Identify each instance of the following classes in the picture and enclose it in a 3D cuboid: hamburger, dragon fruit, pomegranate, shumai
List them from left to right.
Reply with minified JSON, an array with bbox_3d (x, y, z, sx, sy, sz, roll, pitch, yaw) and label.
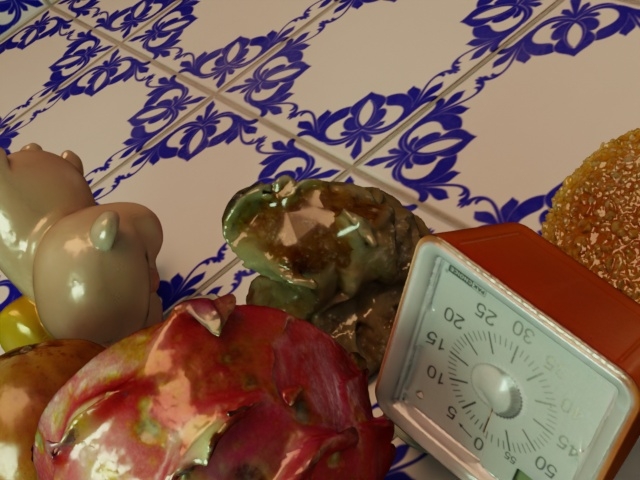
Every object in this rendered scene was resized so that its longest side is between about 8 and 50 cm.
[{"bbox_3d":[-0.334,0.260,1.425,0.229,0.270,0.252,-9,5,36],"label":"pomegranate"},{"bbox_3d":[-0.090,0.256,1.126,0.371,0.386,0.249,-13,43,-15],"label":"dragon fruit"},{"bbox_3d":[0.000,0.000,1.477,0.267,0.262,0.314,-2,41,34],"label":"shumai"},{"bbox_3d":[0.376,0.007,1.225,0.302,0.170,0.302,-13,52,18],"label":"hamburger"}]

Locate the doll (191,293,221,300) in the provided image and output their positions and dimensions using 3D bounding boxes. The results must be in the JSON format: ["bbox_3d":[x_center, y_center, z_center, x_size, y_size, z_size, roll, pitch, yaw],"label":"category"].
[{"bbox_3d":[-0.109,0.183,1.385,0.111,0.252,0.237,2,-7,-22],"label":"doll"}]

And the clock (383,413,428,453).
[{"bbox_3d":[0.185,0.160,1.314,0.236,0.053,0.236,-22,36,16],"label":"clock"}]

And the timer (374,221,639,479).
[{"bbox_3d":[0.193,0.142,1.138,0.257,0.250,0.161,38,31,27],"label":"timer"}]

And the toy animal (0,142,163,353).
[{"bbox_3d":[-0.322,0.015,1.663,0.277,0.345,0.247,-15,6,-43],"label":"toy animal"}]
